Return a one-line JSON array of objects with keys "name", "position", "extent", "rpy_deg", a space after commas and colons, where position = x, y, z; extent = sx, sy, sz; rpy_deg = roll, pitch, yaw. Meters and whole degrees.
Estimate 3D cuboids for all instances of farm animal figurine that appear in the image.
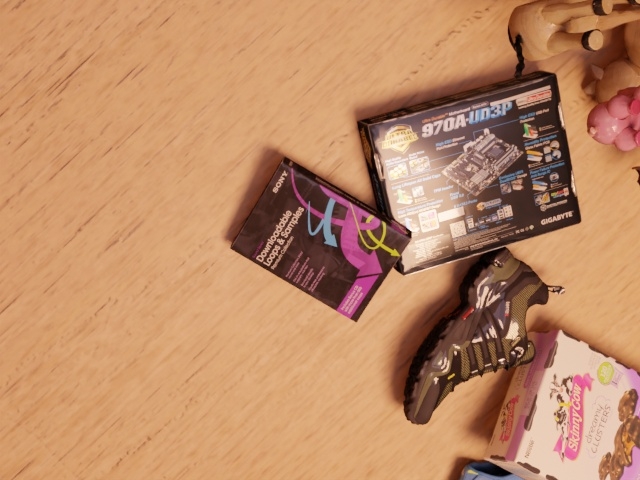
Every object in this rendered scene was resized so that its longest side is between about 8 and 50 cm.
[{"name": "farm animal figurine", "position": [0.344, -0.207, 1.058], "extent": [0.330, 0.172, 0.326], "rpy_deg": [39, 74, -31]}]

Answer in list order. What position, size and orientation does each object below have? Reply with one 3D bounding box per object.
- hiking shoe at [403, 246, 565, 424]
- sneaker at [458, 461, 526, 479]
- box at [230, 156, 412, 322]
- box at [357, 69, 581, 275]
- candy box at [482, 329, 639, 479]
[{"name": "hiking shoe", "position": [0.182, 0.124, 1.134], "extent": [0.114, 0.086, 0.227], "rpy_deg": [32, 95, -2]}, {"name": "sneaker", "position": [0.264, 0.325, 1.204], "extent": [0.240, 0.091, 0.126], "rpy_deg": [11, 100, -13]}, {"name": "box", "position": [0.000, 0.000, 1.078], "extent": [0.162, 0.029, 0.116], "rpy_deg": [30, 108, -4]}, {"name": "box", "position": [0.167, -0.075, 1.111], "extent": [0.220, 0.051, 0.175], "rpy_deg": [-17, 106, -7]}, {"name": "candy box", "position": [0.309, 0.218, 1.171], "extent": [0.196, 0.070, 0.164], "rpy_deg": [28, 73, -17]}]
